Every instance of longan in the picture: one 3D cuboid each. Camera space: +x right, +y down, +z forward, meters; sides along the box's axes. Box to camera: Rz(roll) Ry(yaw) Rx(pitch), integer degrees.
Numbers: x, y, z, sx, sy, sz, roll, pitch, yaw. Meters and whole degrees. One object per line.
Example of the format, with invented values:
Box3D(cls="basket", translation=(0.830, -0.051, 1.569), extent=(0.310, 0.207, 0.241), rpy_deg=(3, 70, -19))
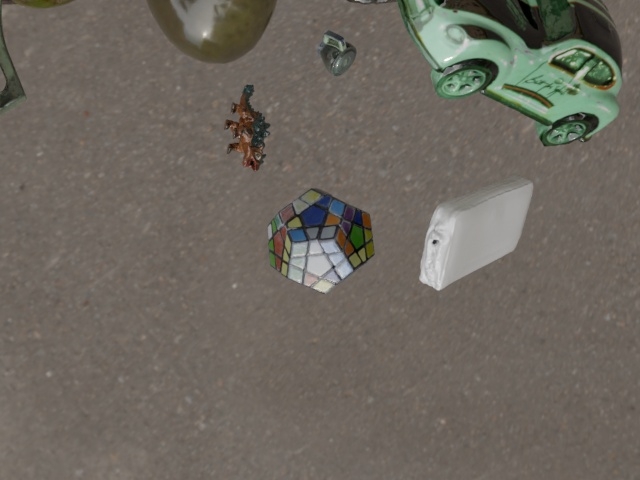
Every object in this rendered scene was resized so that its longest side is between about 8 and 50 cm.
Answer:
Box3D(cls="longan", translation=(-0.172, -0.405, 1.516), extent=(0.215, 0.246, 0.246), rpy_deg=(11, 119, 50))

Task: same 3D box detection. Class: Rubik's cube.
Box3D(cls="Rubik's cube", translation=(0.000, 0.000, 0.947), extent=(0.111, 0.111, 0.093), rpy_deg=(-42, 85, 31))

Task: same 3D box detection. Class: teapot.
Box3D(cls="teapot", translation=(0.027, -0.350, 1.747), extent=(0.057, 0.066, 0.088), rpy_deg=(39, 159, 21))

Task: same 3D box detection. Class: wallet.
Box3D(cls="wallet", translation=(0.164, -0.011, 0.982), extent=(0.033, 0.190, 0.095), rpy_deg=(24, 115, 32))

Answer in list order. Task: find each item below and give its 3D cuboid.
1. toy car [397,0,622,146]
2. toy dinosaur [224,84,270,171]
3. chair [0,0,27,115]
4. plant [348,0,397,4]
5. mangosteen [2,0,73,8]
Box3D(cls="toy car", translation=(0.195, -0.195, 0.887), extent=(0.125, 0.305, 0.136), rpy_deg=(-29, 60, 35))
Box3D(cls="toy dinosaur", translation=(-0.092, -0.146, 1.207), extent=(0.055, 0.154, 0.049), rpy_deg=(7, 140, -15))
Box3D(cls="chair", translation=(-0.432, -0.197, 1.030), extent=(0.274, 0.203, 0.191), rpy_deg=(-31, 86, -13))
Box3D(cls="plant", translation=(0.117, -0.505, 1.642), extent=(0.188, 0.276, 0.199), rpy_deg=(6, 112, 15))
Box3D(cls="mangosteen", translation=(-0.413, -0.443, 1.213), extent=(0.306, 0.347, 0.307), rpy_deg=(-13, 127, -18))
